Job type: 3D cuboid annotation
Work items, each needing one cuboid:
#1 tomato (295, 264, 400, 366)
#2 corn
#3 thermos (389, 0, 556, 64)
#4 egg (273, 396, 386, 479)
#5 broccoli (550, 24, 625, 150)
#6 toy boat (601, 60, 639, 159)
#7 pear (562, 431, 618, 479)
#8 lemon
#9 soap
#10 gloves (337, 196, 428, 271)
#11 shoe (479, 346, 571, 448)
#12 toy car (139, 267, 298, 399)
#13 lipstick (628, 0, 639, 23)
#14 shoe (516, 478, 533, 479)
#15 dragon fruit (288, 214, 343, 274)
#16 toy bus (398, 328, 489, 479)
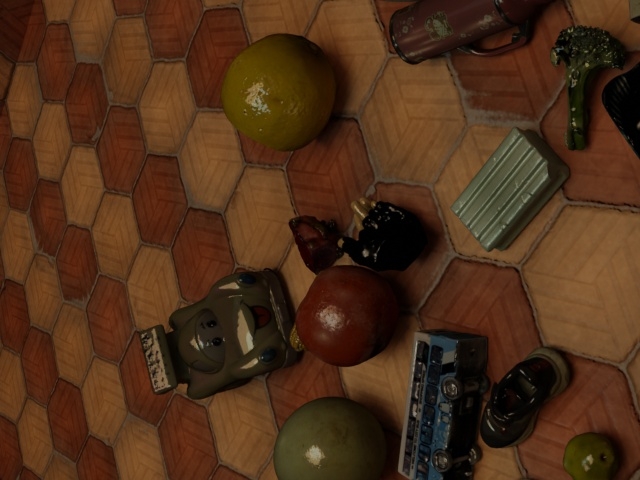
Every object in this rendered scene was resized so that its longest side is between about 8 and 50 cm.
[{"bbox_3d":[0.059,0.153,1.675,0.184,0.208,0.208,30,113,24],"label":"tomato"},{"bbox_3d":[-0.011,0.157,1.843,0.068,0.068,0.207,41,116,37],"label":"corn"},{"bbox_3d":[0.283,-0.401,1.494,0.330,0.109,0.137,-12,82,45],"label":"thermos"},{"bbox_3d":[0.011,0.440,1.727,0.295,0.218,0.219,-47,58,54],"label":"egg"},{"bbox_3d":[0.427,-0.249,1.372,0.122,0.118,0.204,10,116,20],"label":"broccoli"},{"bbox_3d":[0.548,-0.133,1.255,0.134,0.092,0.299,-32,73,9],"label":"toy boat"},{"bbox_3d":[0.442,0.359,1.376,0.097,0.092,0.092,154,109,-69],"label":"pear"},{"bbox_3d":[-0.078,-0.326,1.776,0.240,0.240,0.219,50,122,32],"label":"lemon"},{"bbox_3d":[0.332,-0.088,1.483,0.119,0.066,0.198,54,126,28],"label":"soap"},{"bbox_3d":[0.115,-0.015,1.682,0.164,0.124,0.203,-32,24,3],"label":"gloves"},{"bbox_3d":[0.333,0.279,1.461,0.099,0.112,0.228,50,123,31],"label":"shoe"},{"bbox_3d":[-0.241,0.227,1.966,0.336,0.226,0.242,-31,69,43],"label":"toy car"},{"bbox_3d":[0.509,-0.464,1.283,0.078,0.077,0.253,-7,87,45],"label":"lipstick"},{"bbox_3d":[0.293,0.524,1.514,0.265,0.110,0.095,-53,55,36],"label":"shoe"},{"bbox_3d":[0.000,0.000,1.810,0.102,0.096,0.147,58,171,32],"label":"dragon fruit"},{"bbox_3d":[0.231,0.318,1.576,0.131,0.106,0.298,13,99,47],"label":"toy bus"}]
